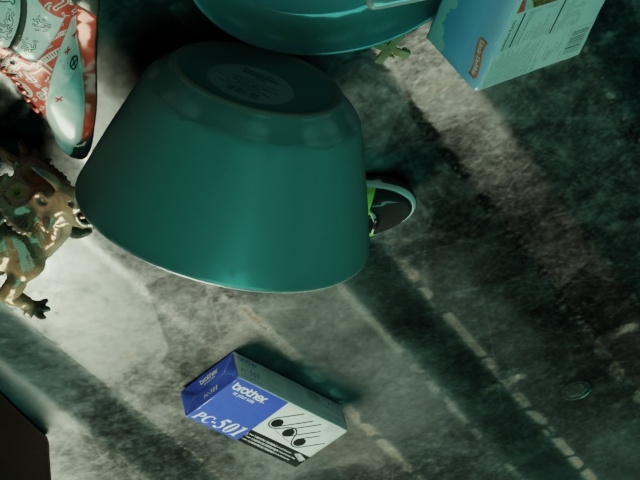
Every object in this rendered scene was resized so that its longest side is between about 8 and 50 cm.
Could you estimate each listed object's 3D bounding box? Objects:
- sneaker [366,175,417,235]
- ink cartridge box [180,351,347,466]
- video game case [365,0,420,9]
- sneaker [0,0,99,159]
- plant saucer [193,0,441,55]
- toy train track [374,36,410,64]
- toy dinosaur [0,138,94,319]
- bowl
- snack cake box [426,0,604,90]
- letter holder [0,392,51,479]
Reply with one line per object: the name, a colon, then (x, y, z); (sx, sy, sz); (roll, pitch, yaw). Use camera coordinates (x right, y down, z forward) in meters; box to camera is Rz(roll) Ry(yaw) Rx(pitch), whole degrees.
sneaker: (0.000, 0.000, 2.218); (0.234, 0.097, 0.084); (-13, 141, 0)
ink cartridge box: (-0.070, 0.218, 2.497); (0.097, 0.046, 0.207); (-37, 135, 24)
video game case: (0.176, -0.381, 1.723); (0.329, 0.036, 0.300); (-11, 100, -3)
sneaker: (-0.292, -0.189, 1.924); (0.145, 0.090, 0.270); (-1, 139, -8)
plant saucer: (0.016, -0.309, 1.900); (0.317, 0.044, 0.318); (-8, 141, -7)
toy train track: (0.057, -0.211, 2.052); (0.083, 0.014, 0.048); (17, 139, -24)
toy dinosaur: (-0.364, -0.009, 2.087); (0.295, 0.127, 0.200); (-16, 141, 7)
bowl: (-0.080, -0.092, 1.965); (0.311, 0.311, 0.163); (5, 118, -21)
snack cake box: (0.220, -0.283, 1.907); (0.152, 0.089, 0.264); (-21, 149, -34)
letter holder: (-0.453, 0.277, 2.328); (0.152, 0.214, 0.302); (-23, 140, 11)
